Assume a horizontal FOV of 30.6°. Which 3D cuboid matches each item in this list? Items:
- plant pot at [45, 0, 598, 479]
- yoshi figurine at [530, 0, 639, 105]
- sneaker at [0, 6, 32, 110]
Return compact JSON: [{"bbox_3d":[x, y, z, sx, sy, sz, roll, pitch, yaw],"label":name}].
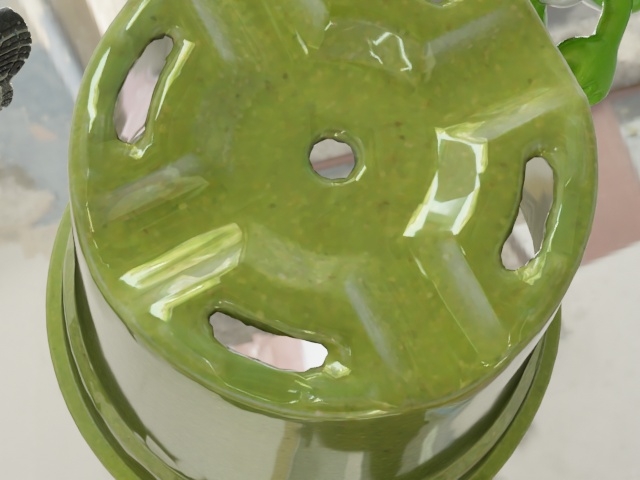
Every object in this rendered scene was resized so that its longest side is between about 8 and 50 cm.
[{"bbox_3d":[0.000,0.000,0.507,0.254,0.276,0.276,105,153,-76],"label":"plant pot"},{"bbox_3d":[0.213,-0.220,1.011,0.203,0.362,0.203,14,107,49],"label":"yoshi figurine"},{"bbox_3d":[-0.377,-0.208,1.313,0.073,0.063,0.162,52,138,11],"label":"sneaker"}]
